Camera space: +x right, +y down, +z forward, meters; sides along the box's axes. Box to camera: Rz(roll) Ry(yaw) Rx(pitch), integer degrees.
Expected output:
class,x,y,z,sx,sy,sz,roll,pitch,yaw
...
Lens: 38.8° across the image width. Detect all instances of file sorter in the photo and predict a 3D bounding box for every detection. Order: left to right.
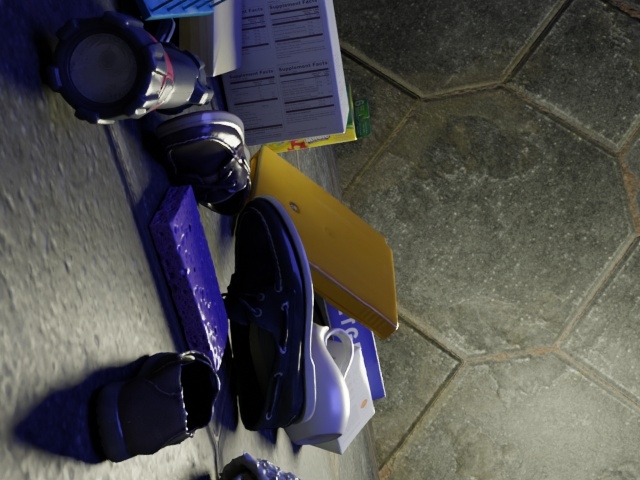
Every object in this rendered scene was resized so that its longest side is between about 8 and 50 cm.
class,x,y,z,sx,sy,sz,roll,pitch,yaw
file sorter,-0.156,-0.344,1.086,0.118,0.105,0.170,65,24,-6

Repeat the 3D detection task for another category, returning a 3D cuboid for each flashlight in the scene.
class,x,y,z,sx,sy,sz,roll,pitch,yaw
flashlight,-0.187,-0.174,0.935,0.304,0.103,0.103,-87,162,-80

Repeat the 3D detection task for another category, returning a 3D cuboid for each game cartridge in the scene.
class,x,y,z,sx,sy,sz,roll,pitch,yaw
game cartridge,0.000,0.000,1.601,0.324,0.053,0.285,38,25,-19

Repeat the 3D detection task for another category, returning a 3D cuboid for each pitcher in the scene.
class,x,y,z,sx,sy,sz,roll,pitch,yaw
pitcher,0.000,0.244,1.581,0.178,0.125,0.207,9,61,-37

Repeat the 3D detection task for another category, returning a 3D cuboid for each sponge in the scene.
class,x,y,z,sx,sy,sz,roll,pitch,yaw
sponge,-0.156,0.048,1.114,0.117,0.031,0.210,-85,164,-63

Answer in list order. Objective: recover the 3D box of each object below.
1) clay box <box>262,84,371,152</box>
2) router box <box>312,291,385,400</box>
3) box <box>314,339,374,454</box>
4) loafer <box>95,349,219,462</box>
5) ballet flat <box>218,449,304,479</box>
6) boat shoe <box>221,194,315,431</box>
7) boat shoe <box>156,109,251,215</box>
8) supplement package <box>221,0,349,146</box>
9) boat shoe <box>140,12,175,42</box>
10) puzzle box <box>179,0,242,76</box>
class,x,y,z,sx,sy,sz,roll,pitch,yaw
clay box,-0.012,-0.252,1.868,0.053,0.222,0.127,73,10,-47
router box,0.025,0.127,1.893,0.301,0.082,0.335,-122,-163,-60
box,0.021,0.298,1.738,0.130,0.091,0.170,-43,131,-42
loafer,-0.137,0.160,0.890,0.251,0.088,0.094,-28,108,-82
ballet flat,-0.092,0.357,0.965,0.409,0.147,0.146,-84,163,-75
boat shoe,-0.089,0.110,1.272,0.127,0.113,0.339,16,-66,48
boat shoe,-0.138,-0.093,1.174,0.285,0.103,0.092,73,4,-81
supplement package,-0.067,-0.324,1.600,0.199,0.198,0.262,-80,161,-70
boat shoe,-0.204,-0.278,1.121,0.042,0.049,0.133,37,43,-38
puzzle box,-0.155,-0.451,1.323,0.272,0.052,0.408,-72,165,-77
